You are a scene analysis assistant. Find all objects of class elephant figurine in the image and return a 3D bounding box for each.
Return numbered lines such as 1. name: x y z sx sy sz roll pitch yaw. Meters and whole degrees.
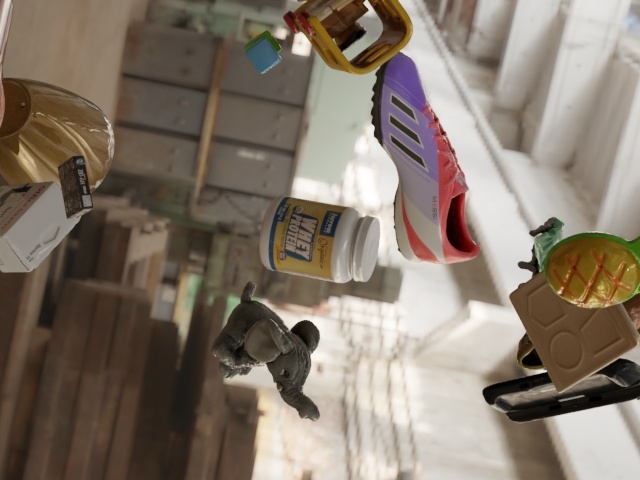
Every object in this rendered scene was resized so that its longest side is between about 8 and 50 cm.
1. elephant figurine: -0.078 0.216 2.426 0.169 0.239 0.186 -45 130 -36

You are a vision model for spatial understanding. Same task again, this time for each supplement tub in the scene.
1. supplement tub: 0.000 0.000 2.310 0.144 0.200 0.144 10 90 -75

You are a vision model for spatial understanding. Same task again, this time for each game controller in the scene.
1. game controller: 0.472 0.283 2.375 0.319 0.166 0.067 -19 -130 34

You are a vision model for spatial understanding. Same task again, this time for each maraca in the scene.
1. maraca: 0.416 0.042 1.798 0.099 0.186 0.127 -64 142 -51

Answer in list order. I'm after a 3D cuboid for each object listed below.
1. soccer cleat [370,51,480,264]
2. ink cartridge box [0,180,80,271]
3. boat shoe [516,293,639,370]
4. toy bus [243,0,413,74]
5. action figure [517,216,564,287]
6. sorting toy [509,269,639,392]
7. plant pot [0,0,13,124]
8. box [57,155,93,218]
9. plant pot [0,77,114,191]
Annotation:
1. soccer cleat: 0.154 -0.114 1.758 0.108 0.116 0.318 -34 121 -45
2. ink cartridge box: -0.543 -0.023 2.167 0.153 0.208 0.087 -54 127 -35
3. boat shoe: 0.491 0.162 2.203 0.307 0.110 0.104 -31 -177 31
4. toy bus: 0.032 -0.237 1.380 0.191 0.104 0.202 -24 -161 42
5. action figure: 0.434 0.017 2.411 0.232 0.063 0.137 -48 141 -54
6. sorting toy: 0.426 0.129 2.076 0.208 0.038 0.193 -43 -115 44
7. plant pot: -0.570 -0.289 1.805 0.265 0.272 0.272 -90 -169 -51
8. box: -0.370 -0.080 1.873 0.067 0.018 0.083 -22 -102 55
9. plant pot: -0.546 -0.207 2.353 0.254 0.237 0.237 50 49 -73
